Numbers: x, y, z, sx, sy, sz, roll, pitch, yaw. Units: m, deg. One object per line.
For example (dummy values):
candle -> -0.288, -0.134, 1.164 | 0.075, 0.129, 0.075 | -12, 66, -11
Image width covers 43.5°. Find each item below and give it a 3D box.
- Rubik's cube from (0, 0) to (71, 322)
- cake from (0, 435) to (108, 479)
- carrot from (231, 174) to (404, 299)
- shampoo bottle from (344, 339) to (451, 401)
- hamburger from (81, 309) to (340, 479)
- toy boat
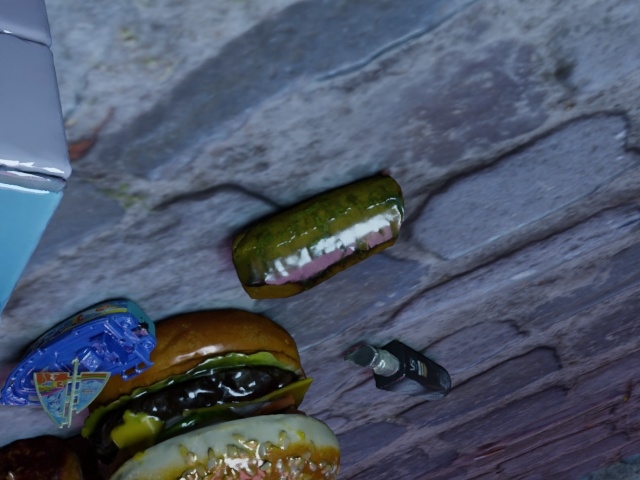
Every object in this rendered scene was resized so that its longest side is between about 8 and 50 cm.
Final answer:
Rubik's cube -> -0.273, -0.057, 0.393 | 0.225, 0.221, 0.231 | 7, 138, -36
cake -> -0.331, 0.378, 1.026 | 0.196, 0.198, 0.293 | -15, 146, -6
carrot -> 0.000, 0.000, 0.770 | 0.173, 0.082, 0.082 | -20, 148, -2
shampoo bottle -> 0.112, 0.183, 1.128 | 0.063, 0.057, 0.208 | -29, 146, 24
hamburger -> -0.123, 0.228, 0.900 | 0.291, 0.225, 0.291 | -15, 149, -9
toy boat -> -0.248, 0.136, 0.791 | 0.175, 0.110, 0.091 | -24, 130, 12
